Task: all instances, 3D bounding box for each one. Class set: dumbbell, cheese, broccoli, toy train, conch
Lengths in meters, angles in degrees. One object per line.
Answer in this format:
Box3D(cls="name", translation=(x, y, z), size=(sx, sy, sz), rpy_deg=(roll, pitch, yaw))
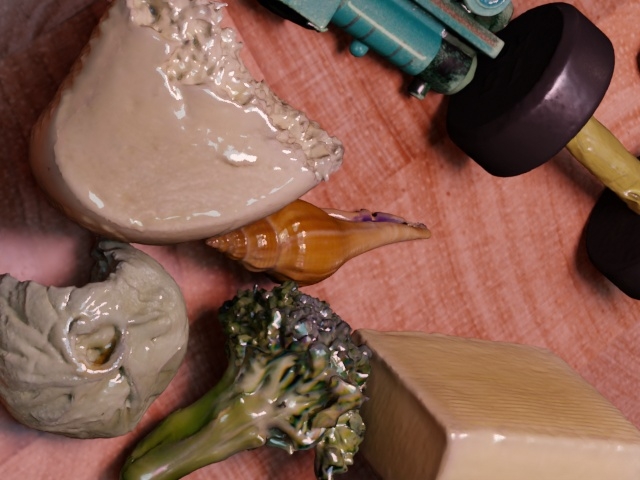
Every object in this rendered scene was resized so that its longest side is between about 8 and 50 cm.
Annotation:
Box3D(cls="dumbbell", translation=(0.316, -0.098, 1.871), size=(0.322, 0.203, 0.204), rpy_deg=(38, 71, -23))
Box3D(cls="cheese", translation=(0.177, 0.198, 1.757), size=(0.265, 0.242, 0.124), rpy_deg=(8, 115, -30))
Box3D(cls="broccoli", translation=(-0.060, 0.184, 1.693), size=(0.198, 0.177, 0.275), rpy_deg=(35, 92, -22))
Box3D(cls="toy train", translation=(0.077, -0.276, 1.790), size=(0.298, 0.120, 0.194), rpy_deg=(31, 92, -32))
Box3D(cls="conch", translation=(-0.001, 0.005, 1.748), size=(0.330, 0.109, 0.093), rpy_deg=(7, 88, -48))

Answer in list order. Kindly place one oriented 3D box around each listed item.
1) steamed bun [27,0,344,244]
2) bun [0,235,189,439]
Box3D(cls="steamed bun", translation=(-0.122, -0.102, 1.566), size=(0.272, 0.290, 0.273), rpy_deg=(31, 93, -5))
Box3D(cls="bun", translation=(-0.223, 0.092, 1.609), size=(0.204, 0.126, 0.212), rpy_deg=(45, 68, -23))
